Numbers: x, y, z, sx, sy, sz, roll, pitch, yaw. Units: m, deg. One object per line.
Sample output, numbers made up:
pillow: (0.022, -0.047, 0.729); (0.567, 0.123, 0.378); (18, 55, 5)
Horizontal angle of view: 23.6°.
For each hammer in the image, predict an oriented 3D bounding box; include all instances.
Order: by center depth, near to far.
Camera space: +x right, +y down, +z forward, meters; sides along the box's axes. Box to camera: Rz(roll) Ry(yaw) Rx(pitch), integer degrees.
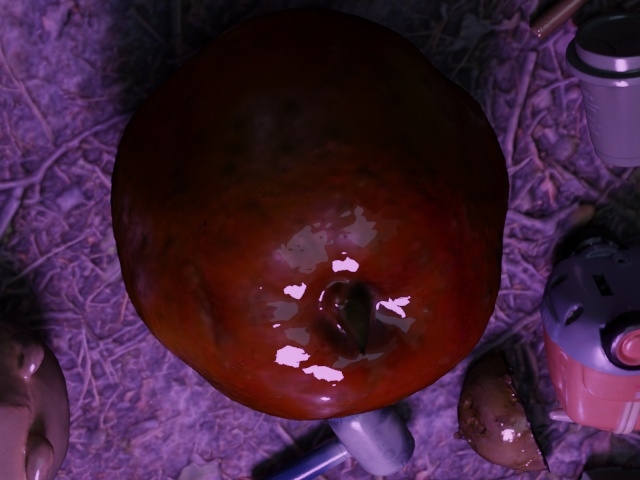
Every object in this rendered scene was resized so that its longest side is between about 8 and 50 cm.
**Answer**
hammer: (0.002, 0.241, 1.715); (0.194, 0.069, 0.116); (-31, 116, 10)

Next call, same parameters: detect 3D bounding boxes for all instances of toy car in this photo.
toy car: (0.370, 0.115, 1.664); (0.270, 0.180, 0.212); (-3, 125, -7)

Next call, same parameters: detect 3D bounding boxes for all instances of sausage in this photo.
sausage: (0.269, -0.253, 1.556); (0.132, 0.024, 0.024); (-39, 114, 10)

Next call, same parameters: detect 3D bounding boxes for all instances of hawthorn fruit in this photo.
hawthorn fruit: (0.000, 0.000, 1.430); (0.403, 0.403, 0.403); (-4, 115, -8)

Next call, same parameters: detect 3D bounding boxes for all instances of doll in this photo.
doll: (-0.430, 0.195, 1.532); (0.349, 0.247, 0.247); (-7, 115, 4)

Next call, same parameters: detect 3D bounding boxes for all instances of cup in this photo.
cup: (0.313, -0.151, 1.564); (0.120, 0.120, 0.141); (-12, 124, -4)

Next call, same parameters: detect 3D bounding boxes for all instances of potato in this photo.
potato: (0.199, 0.223, 1.723); (0.089, 0.100, 0.172); (-20, 119, 5)

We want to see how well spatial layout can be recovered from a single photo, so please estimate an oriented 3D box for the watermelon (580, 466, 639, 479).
watermelon: (0.409, 0.386, 1.742); (0.193, 0.256, 0.140); (10, 112, -22)
